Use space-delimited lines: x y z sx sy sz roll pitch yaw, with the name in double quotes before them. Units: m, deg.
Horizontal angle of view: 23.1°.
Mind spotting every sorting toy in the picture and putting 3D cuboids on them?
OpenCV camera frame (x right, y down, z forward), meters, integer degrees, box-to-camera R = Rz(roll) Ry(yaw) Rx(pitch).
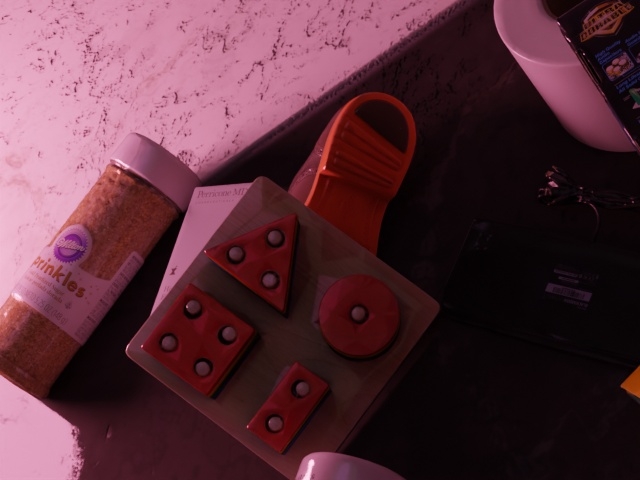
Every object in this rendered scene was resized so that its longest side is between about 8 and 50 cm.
"sorting toy" -0.044 0.094 1.718 0.257 0.089 0.255 36 83 10

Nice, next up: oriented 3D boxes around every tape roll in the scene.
"tape roll" 0.336 -0.243 1.735 0.246 0.169 0.246 -20 49 24

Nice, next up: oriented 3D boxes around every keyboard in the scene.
"keyboard" 0.286 0.025 1.674 0.317 0.033 0.201 15 75 40

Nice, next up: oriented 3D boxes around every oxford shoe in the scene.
"oxford shoe" 0.000 0.000 1.862 0.363 0.130 0.133 -62 14 -8

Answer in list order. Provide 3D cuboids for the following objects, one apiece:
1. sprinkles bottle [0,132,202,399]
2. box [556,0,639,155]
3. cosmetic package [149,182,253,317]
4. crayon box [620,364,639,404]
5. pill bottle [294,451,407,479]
"sprinkles bottle" -0.301 0.032 2.026 0.121 0.121 0.355 26 76 44
"box" 0.412 -0.183 1.480 0.296 0.073 0.293 -33 48 11
"cosmetic package" -0.123 0.045 1.915 0.117 0.085 0.231 -4 58 33
"crayon box" 0.465 0.085 1.341 0.313 0.106 0.363 -46 16 -3
"pill bottle" 0.007 0.340 1.569 0.131 0.131 0.229 2 60 37
